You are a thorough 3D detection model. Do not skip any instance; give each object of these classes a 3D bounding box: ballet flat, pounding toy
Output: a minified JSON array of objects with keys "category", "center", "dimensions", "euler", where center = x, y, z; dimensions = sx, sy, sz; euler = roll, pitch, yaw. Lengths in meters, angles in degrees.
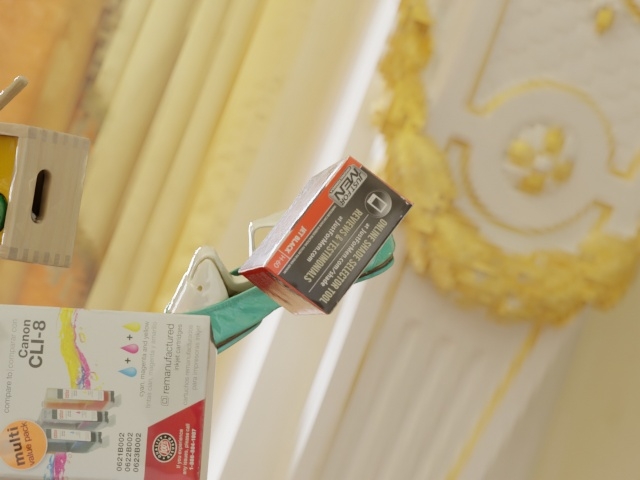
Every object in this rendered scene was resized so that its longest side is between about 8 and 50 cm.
[{"category":"ballet flat","center":[-0.059,0.030,1.583],"dimensions":[0.087,0.247,0.083],"euler":[64,-2,-18]},{"category":"pounding toy","center":[-0.330,-0.078,1.813],"dimensions":[0.206,0.181,0.094],"euler":[8,-1,40]}]

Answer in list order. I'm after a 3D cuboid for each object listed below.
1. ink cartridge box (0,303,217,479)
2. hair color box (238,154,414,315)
[{"category":"ink cartridge box","center":[-0.168,0.121,1.359],"dimensions":[0.176,0.128,0.127],"euler":[3,-13,0]},{"category":"hair color box","center":[0.000,0.000,0.967],"dimensions":[0.043,0.072,0.141],"euler":[38,-7,-5]}]
